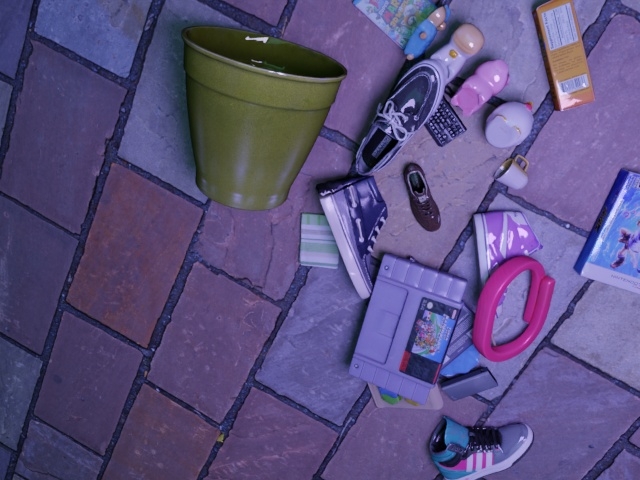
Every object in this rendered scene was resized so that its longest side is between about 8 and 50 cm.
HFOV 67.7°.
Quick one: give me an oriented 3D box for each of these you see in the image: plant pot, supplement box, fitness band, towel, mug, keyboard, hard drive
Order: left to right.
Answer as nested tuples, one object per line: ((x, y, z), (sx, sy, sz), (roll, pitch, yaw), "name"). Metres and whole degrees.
((-0.160, -0.274, 1.137), (0.367, 0.366, 0.352), (20, 120, 6), "plant pot")
((0.000, 0.000, 1.331), (0.113, 0.023, 0.151), (5, 104, 9), "towel")
((0.289, -0.331, 1.169), (0.108, 0.023, 0.180), (-34, 97, 19), "keyboard")
((0.413, 0.400, 1.326), (0.135, 0.022, 0.094), (-27, 131, 19), "hard drive")
((0.474, 0.173, 1.183), (0.209, 0.054, 0.290), (-14, 121, -21), "fitness band")
((0.473, -0.161, 1.158), (0.064, 0.062, 0.078), (35, 117, -7), "mug")
((0.539, -0.412, 1.061), (0.080, 0.078, 0.233), (-14, 102, 19), "supplement box")

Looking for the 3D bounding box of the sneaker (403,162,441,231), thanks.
((0.255, -0.103, 1.215), (0.066, 0.071, 0.188), (-21, 99, 17), "sneaker")

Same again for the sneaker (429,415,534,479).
((0.426, 0.558, 1.344), (0.296, 0.123, 0.178), (-39, 104, 21), "sneaker")

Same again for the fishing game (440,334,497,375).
((0.353, 0.290, 1.323), (0.264, 0.041, 0.189), (-19, 99, 26), "fishing game")

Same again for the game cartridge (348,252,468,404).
((0.227, 0.233, 1.256), (0.230, 0.068, 0.354), (20, 103, 20), "game cartridge")

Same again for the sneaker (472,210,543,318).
((0.477, 0.065, 1.200), (0.161, 0.102, 0.281), (-5, 104, 11), "sneaker")

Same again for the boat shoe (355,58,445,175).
((0.174, -0.279, 1.122), (0.113, 0.105, 0.306), (43, 128, 3), "boat shoe")

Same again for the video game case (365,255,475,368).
((0.284, 0.202, 1.292), (0.274, 0.026, 0.196), (43, 116, 7), "video game case")

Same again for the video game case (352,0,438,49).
((0.177, -0.557, 1.134), (0.166, 0.015, 0.119), (42, 110, -1), "video game case")

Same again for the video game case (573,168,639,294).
((0.785, -0.004, 1.131), (0.245, 0.061, 0.269), (18, 108, 6), "video game case")

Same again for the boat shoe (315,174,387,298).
((0.117, -0.014, 1.251), (0.158, 0.127, 0.340), (-22, 111, 1), "boat shoe")

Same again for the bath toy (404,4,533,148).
((0.361, -0.371, 1.092), (0.348, 0.129, 0.151), (48, 146, -1), "bath toy")

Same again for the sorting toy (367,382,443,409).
((0.222, 0.400, 1.357), (0.208, 0.038, 0.192), (-14, 102, 34), "sorting toy")
